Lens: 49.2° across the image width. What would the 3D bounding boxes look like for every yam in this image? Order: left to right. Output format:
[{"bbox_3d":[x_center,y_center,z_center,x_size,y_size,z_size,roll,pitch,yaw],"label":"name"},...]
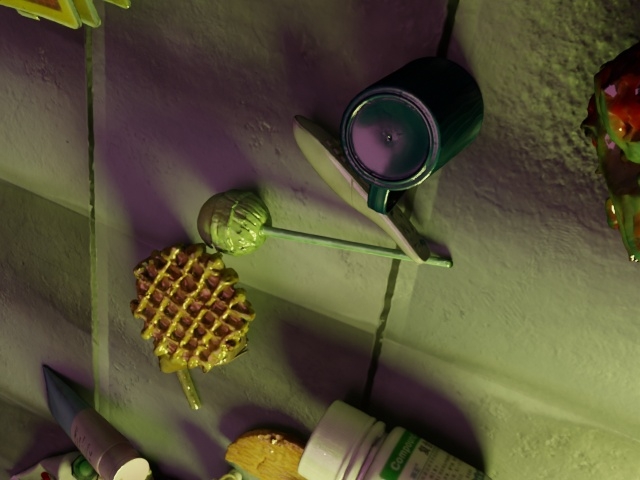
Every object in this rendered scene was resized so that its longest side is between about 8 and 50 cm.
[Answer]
[{"bbox_3d":[-0.221,0.223,1.136,0.021,0.021,0.116,-8,109,32],"label":"yam"}]

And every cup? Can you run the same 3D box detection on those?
[{"bbox_3d":[0.099,-0.106,0.732,0.114,0.138,0.150,-2,111,30],"label":"cup"}]

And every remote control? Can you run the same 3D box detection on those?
[{"bbox_3d":[0.043,-0.058,0.818,0.044,0.073,0.229,-42,86,17],"label":"remote control"}]

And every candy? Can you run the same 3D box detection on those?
[{"bbox_3d":[0.000,0.000,0.884,0.336,0.092,0.093,12,126,15],"label":"candy"}]

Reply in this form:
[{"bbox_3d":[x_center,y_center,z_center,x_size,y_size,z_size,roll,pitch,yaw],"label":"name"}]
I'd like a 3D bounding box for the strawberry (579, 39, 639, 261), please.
[{"bbox_3d":[0.363,-0.103,0.537,0.289,0.250,0.238,-18,97,8],"label":"strawberry"}]

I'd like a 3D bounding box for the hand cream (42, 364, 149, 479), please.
[{"bbox_3d":[-0.418,0.338,1.253,0.312,0.070,0.111,29,126,40],"label":"hand cream"}]

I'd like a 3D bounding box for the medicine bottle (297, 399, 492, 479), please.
[{"bbox_3d":[0.097,0.320,0.934,0.237,0.139,0.139,26,122,18],"label":"medicine bottle"}]

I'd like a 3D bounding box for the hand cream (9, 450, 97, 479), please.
[{"bbox_3d":[-0.541,0.497,1.425,0.336,0.076,0.121,-35,91,42],"label":"hand cream"}]

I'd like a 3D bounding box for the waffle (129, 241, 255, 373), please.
[{"bbox_3d":[-0.175,0.088,0.928,0.191,0.038,0.191,7,111,19],"label":"waffle"}]

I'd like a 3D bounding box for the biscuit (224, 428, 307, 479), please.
[{"bbox_3d":[-0.041,0.360,1.090,0.224,0.033,0.144,29,125,12],"label":"biscuit"}]

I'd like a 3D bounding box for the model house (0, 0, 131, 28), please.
[{"bbox_3d":[-0.308,-0.426,0.802,0.358,0.242,0.313,-34,110,34],"label":"model house"}]

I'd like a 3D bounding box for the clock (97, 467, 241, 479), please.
[{"bbox_3d":[-0.204,0.508,1.205,0.379,0.120,0.276,-3,114,31],"label":"clock"}]

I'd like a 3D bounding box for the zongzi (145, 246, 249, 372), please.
[{"bbox_3d":[-0.222,0.113,1.043,0.198,0.099,0.194,-21,102,39],"label":"zongzi"}]
